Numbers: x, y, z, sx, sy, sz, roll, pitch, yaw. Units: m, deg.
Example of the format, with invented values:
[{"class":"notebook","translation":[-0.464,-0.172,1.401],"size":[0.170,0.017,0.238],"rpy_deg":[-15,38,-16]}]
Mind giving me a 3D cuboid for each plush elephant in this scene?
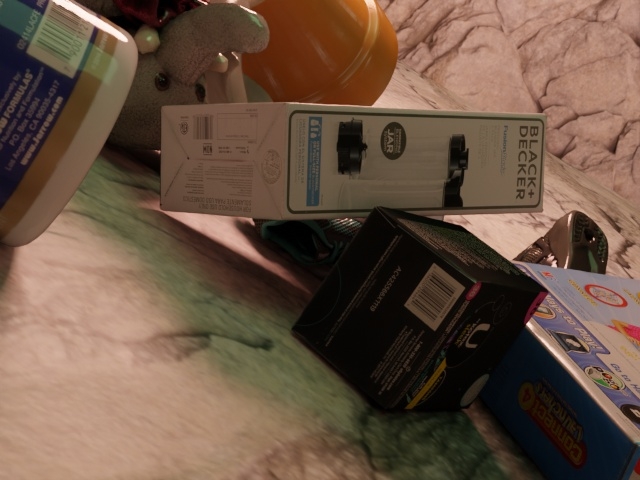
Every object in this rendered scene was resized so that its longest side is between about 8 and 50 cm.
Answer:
[{"class":"plush elephant","translation":[-0.152,-0.196,1.222],"size":[0.272,0.330,0.255],"rpy_deg":[-5,63,-58]}]

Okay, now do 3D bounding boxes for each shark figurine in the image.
[{"class":"shark figurine","translation":[-0.071,-0.133,1.423],"size":[0.166,0.116,0.278],"rpy_deg":[-26,75,-27]}]

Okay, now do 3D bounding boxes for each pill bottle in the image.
[{"class":"pill bottle","translation":[-0.255,-0.119,0.841],"size":[0.265,0.153,0.153],"rpy_deg":[30,13,-18]}]

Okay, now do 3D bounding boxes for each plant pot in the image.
[{"class":"plant pot","translation":[-0.041,-0.246,1.620],"size":[0.205,0.205,0.188],"rpy_deg":[45,-4,42]}]

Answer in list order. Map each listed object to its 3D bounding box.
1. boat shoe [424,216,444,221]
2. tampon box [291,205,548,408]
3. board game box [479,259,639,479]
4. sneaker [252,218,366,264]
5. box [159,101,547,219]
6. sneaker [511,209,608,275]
[{"class":"boat shoe","translation":[0.076,-0.068,1.644],"size":[0.088,0.096,0.267],"rpy_deg":[19,11,-36]},{"class":"tampon box","translation":[0.081,0.055,1.106],"size":[0.101,0.120,0.161],"rpy_deg":[39,14,26]},{"class":"board game box","translation":[0.294,0.134,1.248],"size":[0.302,0.086,0.308],"rpy_deg":[9,23,-27]},{"class":"sneaker","translation":[0.000,0.000,1.291],"size":[0.167,0.065,0.076],"rpy_deg":[25,32,-24]},{"class":"box","translation":[0.032,-0.066,1.184],"size":[0.290,0.087,0.169],"rpy_deg":[-3,5,-41]},{"class":"sneaker","translation":[0.241,0.075,1.558],"size":[0.087,0.130,0.227],"rpy_deg":[36,39,-15]}]
